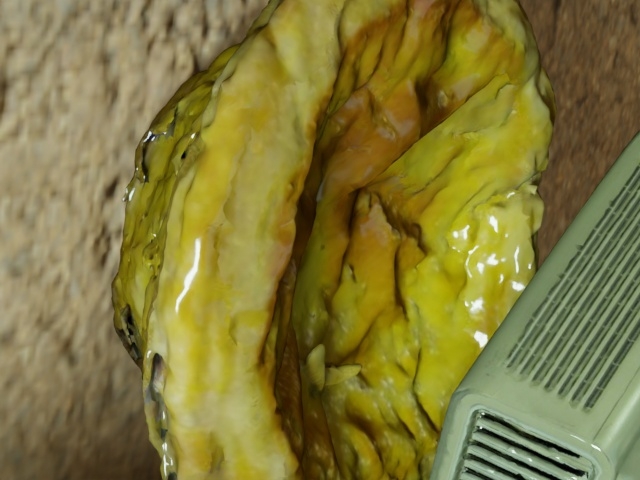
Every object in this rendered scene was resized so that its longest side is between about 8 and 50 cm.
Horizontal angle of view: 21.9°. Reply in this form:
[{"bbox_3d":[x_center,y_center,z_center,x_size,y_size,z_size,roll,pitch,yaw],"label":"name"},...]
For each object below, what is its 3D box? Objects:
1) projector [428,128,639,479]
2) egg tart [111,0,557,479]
[{"bbox_3d":[0.112,0.102,0.666,0.193,0.088,0.269,-51,156,-26],"label":"projector"},{"bbox_3d":[0.000,0.000,0.596,0.241,0.106,0.241,-31,129,-48],"label":"egg tart"}]
